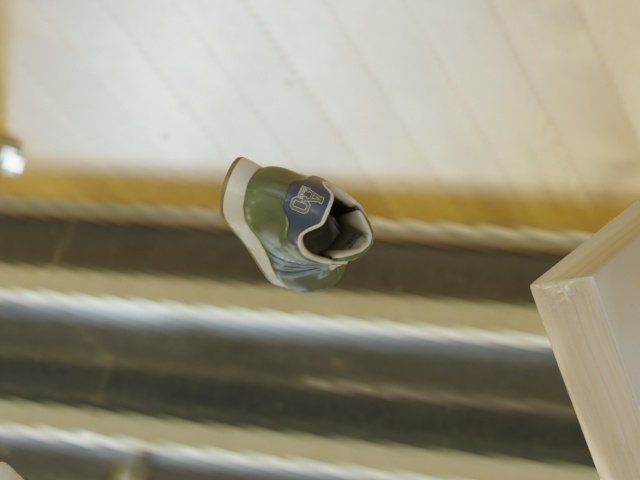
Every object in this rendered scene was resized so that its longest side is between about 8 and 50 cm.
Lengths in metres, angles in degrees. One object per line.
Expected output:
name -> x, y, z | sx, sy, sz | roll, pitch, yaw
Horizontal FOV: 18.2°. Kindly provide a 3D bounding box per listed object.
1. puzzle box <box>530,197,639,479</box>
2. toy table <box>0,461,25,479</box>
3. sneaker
puzzle box -> 0.292, 0.158, 1.348 | 0.052, 0.272, 0.409 | -10, 105, 41
toy table -> -0.244, 0.335, 1.744 | 0.252, 0.161, 0.274 | 49, 162, -17
sneaker -> 0.000, 0.000, 1.439 | 0.086, 0.064, 0.192 | 14, 165, 25
